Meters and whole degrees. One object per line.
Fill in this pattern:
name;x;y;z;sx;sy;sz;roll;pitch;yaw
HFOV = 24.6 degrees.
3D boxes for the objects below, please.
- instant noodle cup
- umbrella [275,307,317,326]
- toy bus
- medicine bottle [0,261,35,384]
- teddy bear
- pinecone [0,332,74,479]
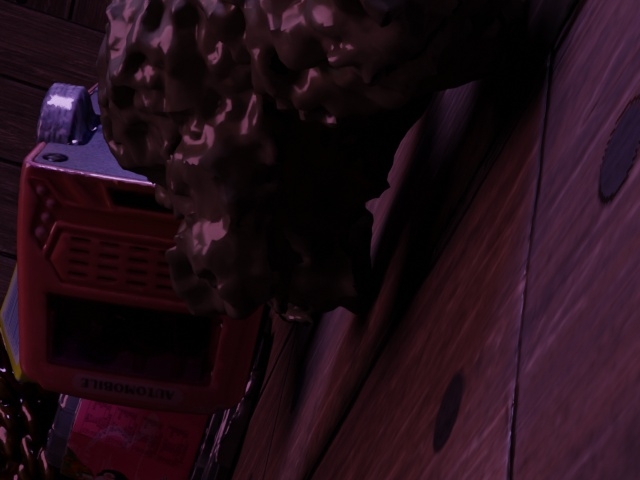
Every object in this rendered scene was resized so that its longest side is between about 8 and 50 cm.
instant noodle cup;-0.176;0.170;1.520;0.258;0.181;0.302;-78;8;-51
umbrella;0.000;0.000;1.105;0.037;0.040;0.144;-38;-27;-57
toy bus;-0.113;-0.028;1.233;0.427;0.203;0.233;-76;-5;-73
medicine bottle;-0.256;0.029;1.623;0.250;0.137;0.141;-67;30;23
teddy bear;0.016;-0.119;0.770;0.367;0.224;0.357;19;90;69
pinecone;-0.323;0.267;1.898;0.398;0.398;0.397;-162;90;-84
